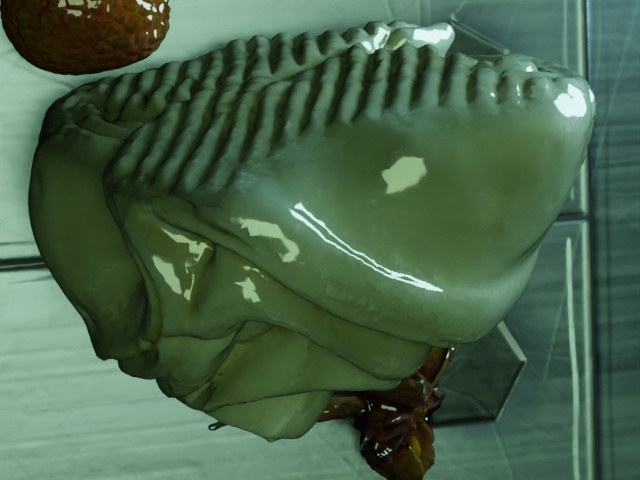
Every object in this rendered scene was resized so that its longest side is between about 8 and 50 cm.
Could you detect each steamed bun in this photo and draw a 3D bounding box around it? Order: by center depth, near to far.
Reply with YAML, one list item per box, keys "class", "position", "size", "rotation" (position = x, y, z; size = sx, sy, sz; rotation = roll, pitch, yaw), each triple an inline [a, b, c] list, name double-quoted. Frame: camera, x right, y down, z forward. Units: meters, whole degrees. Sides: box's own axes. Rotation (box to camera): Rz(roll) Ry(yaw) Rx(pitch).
- class: "steamed bun"
  position: [-0.005, -0.003, 0.987]
  size: [0.324, 0.310, 0.219]
  rotation: [-18, 114, -23]

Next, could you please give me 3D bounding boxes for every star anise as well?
- class: "star anise"
  position: [0.019, 0.109, 1.121]
  size: [0.144, 0.140, 0.158]
  rotation: [13, 104, 23]

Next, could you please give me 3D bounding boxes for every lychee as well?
- class: "lychee"
  position: [-0.167, -0.156, 1.015]
  size: [0.140, 0.101, 0.114]
  rotation: [19, 96, -17]
